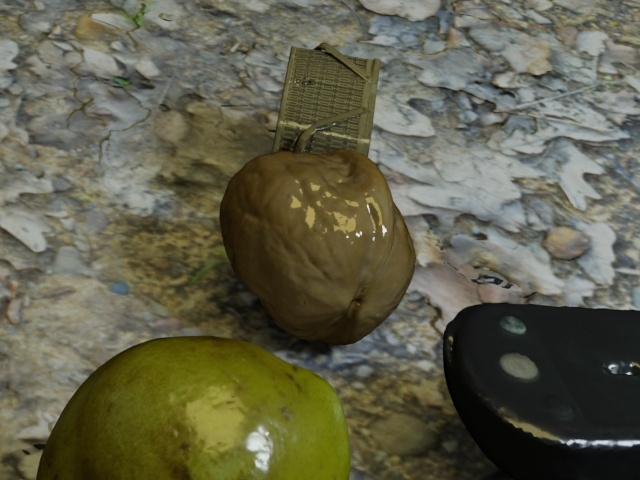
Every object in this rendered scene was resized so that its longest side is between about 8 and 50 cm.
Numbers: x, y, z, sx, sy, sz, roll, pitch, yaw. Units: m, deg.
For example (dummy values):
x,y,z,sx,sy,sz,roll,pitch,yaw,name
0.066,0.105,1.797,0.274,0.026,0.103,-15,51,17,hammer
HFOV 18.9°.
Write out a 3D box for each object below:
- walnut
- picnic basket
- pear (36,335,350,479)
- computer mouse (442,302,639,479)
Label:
x,y,z,sx,sy,sz,roll,pitch,yaw,name
0.000,0.000,1.481,0.167,0.149,0.166,31,24,-15,walnut
0.000,-0.081,1.621,0.080,0.115,0.164,11,34,-2,picnic basket
-0.080,0.151,1.202,0.200,0.200,0.200,9,34,-6,pear
0.210,0.129,1.403,0.269,0.100,0.170,4,37,-21,computer mouse
